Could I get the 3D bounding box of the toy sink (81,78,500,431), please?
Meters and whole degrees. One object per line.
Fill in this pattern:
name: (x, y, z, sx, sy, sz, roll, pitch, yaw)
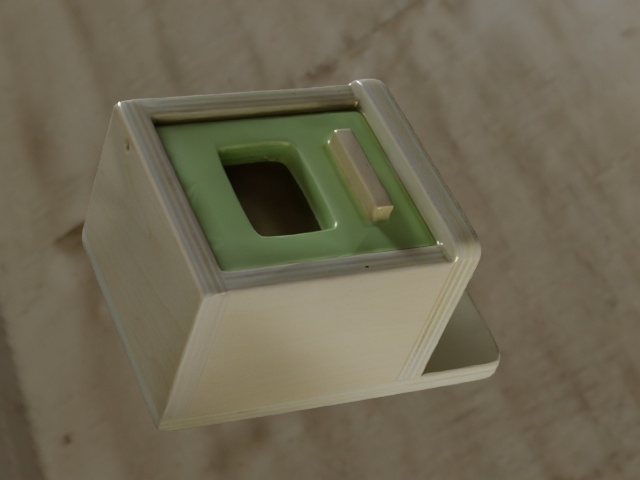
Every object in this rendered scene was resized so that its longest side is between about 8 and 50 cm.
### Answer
toy sink: (0.000, 0.000, 0.940, 0.234, 0.131, 0.152, -5, -131, -27)
